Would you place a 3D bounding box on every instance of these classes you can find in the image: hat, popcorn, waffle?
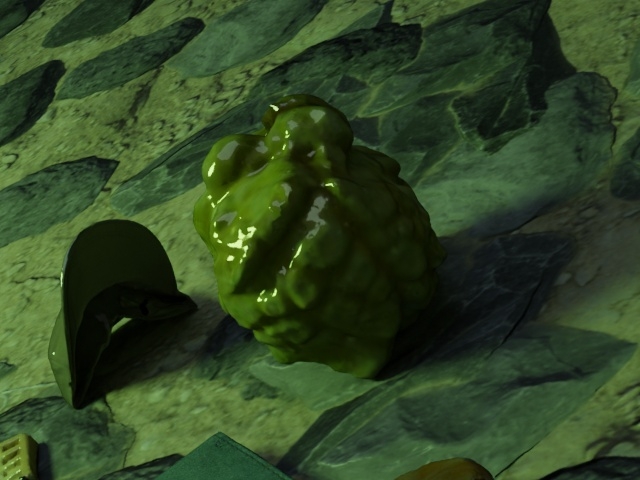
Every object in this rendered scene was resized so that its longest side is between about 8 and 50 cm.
[{"bbox_3d":[-0.225,0.050,1.952,0.166,0.173,0.144,-40,33,-28],"label":"hat"},{"bbox_3d":[0.000,0.000,1.749,0.195,0.255,0.256,-40,-11,28],"label":"popcorn"},{"bbox_3d":[-0.334,0.236,1.871,0.153,0.023,0.097,-25,23,4],"label":"waffle"}]

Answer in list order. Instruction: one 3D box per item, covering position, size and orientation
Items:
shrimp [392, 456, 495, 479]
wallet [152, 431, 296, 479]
[{"bbox_3d":[0.060,0.244,1.382,0.152,0.063,0.287,-24,21,15],"label":"shrimp"},{"bbox_3d":[-0.183,0.293,1.569,0.379,0.046,0.191,-35,26,-18],"label":"wallet"}]
